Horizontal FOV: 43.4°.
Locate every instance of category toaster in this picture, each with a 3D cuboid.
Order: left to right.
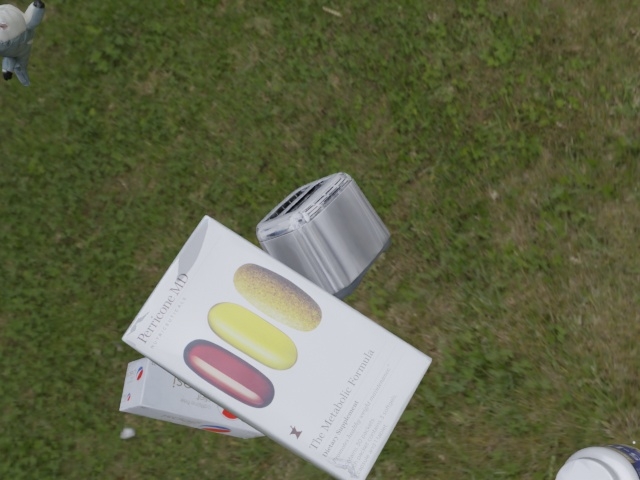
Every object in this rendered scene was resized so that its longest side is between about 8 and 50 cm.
[{"bbox_3d":[0.000,0.000,1.206,0.129,0.227,0.146,-18,109,41],"label":"toaster"}]

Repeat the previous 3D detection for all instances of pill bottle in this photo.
[{"bbox_3d":[0.405,0.348,1.139,0.112,0.187,0.112,-8,75,34],"label":"pill bottle"}]

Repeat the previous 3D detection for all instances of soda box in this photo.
[{"bbox_3d":[-0.176,0.232,1.173,0.069,0.216,0.074,-24,52,48],"label":"soda box"}]

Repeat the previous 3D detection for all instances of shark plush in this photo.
[{"bbox_3d":[-0.343,-0.207,0.870,0.073,0.161,0.067,6,77,-22],"label":"shark plush"}]

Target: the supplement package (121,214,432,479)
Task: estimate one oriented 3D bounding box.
[{"bbox_3d":[-0.045,0.106,0.761,0.244,0.134,0.139,32,77,-3],"label":"supplement package"}]
